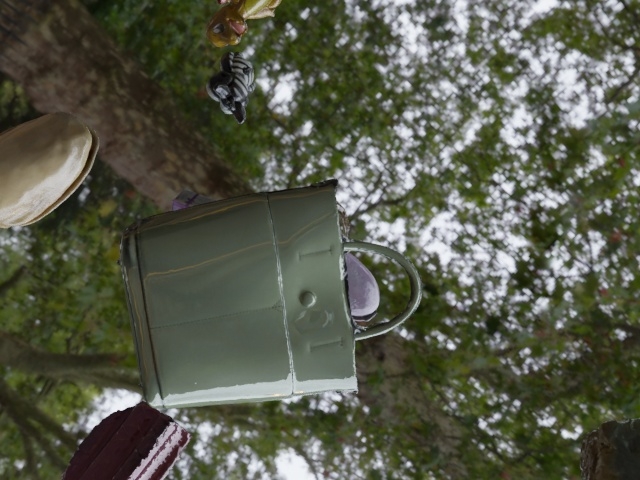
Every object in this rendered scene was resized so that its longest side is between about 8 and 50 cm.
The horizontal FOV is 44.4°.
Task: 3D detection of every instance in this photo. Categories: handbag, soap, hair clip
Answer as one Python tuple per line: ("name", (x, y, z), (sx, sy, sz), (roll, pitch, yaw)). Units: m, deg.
("handbag", (-0.050, 0.062, 0.854), (0.315, 0.241, 0.109), (-9, -169, -10))
("soap", (-0.433, 0.486, 1.675), (0.182, 0.112, 0.289), (15, -123, 41))
("hair clip", (0.052, 0.083, 2.072), (0.110, 0.359, 0.095), (-44, -157, -12))

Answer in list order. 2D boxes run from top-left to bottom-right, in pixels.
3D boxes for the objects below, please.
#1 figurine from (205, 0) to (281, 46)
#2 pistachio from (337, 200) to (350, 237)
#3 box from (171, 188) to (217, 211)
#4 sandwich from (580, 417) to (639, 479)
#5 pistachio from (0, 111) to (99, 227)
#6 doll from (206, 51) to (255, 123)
("figurine", (-0.154, -0.433, 1.430), (0.122, 0.121, 0.176), (33, -94, 35))
("pistachio", (0.000, 0.000, 1.626), (0.130, 0.210, 0.165), (-9, -167, -1))
("box", (-0.209, -0.051, 1.425), (0.051, 0.117, 0.036), (-55, 163, -51))
("sandwich", (0.463, 0.362, 1.008), (0.262, 0.131, 0.326), (16, -124, 13))
("pistachio", (-0.581, -0.141, 1.549), (0.299, 0.187, 0.187), (-38, -151, -3))
("doll", (-0.166, -0.297, 1.487), (0.067, 0.091, 0.219), (-26, -152, 18))
